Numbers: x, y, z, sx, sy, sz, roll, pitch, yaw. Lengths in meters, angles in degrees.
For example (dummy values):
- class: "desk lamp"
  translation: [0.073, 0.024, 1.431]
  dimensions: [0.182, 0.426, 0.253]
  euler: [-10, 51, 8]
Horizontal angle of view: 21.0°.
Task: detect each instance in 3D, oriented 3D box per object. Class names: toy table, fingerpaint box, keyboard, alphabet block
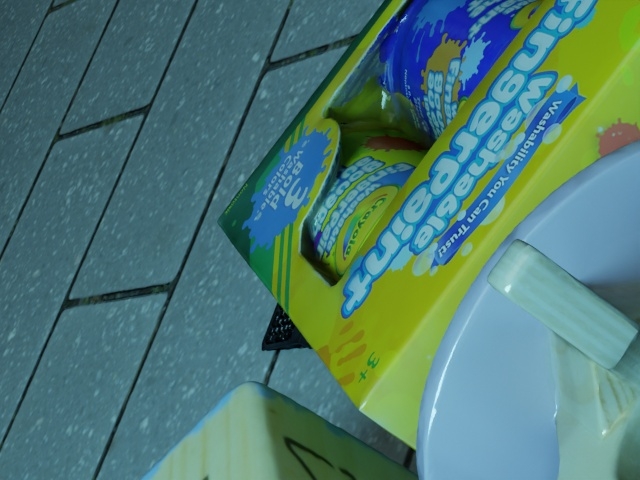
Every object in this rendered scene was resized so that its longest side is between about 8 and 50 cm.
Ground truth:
- class: "toy table"
  translation: [0.173, 0.074, 0.878]
  dimensions: [0.274, 0.252, 0.161]
  euler: [-65, 12, 5]
- class: "fingerpaint box"
  translation: [0.156, -0.094, 1.132]
  dimensions: [0.445, 0.163, 0.371]
  euler: [-52, 24, 5]
- class: "keyboard"
  translation: [0.000, 0.000, 1.447]
  dimensions: [0.100, 0.038, 0.192]
  euler: [-11, 53, 52]
- class: "alphabet block"
  translation: [-0.025, 0.243, 1.085]
  dimensions: [0.193, 0.192, 0.197]
  euler: [-47, 29, 20]
